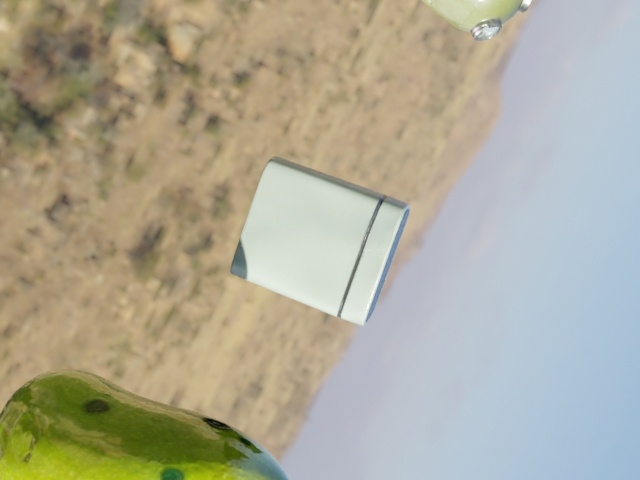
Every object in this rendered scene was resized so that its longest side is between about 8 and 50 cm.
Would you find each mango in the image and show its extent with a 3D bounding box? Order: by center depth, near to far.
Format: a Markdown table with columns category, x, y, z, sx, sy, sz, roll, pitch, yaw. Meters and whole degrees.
| category | x | y | z | sx | sy | sz | roll | pitch | yaw |
| --- | --- | --- | --- | --- | --- | --- | --- | --- | --- |
| mango | -0.139 | 0.191 | 1.286 | 0.175 | 0.293 | 0.143 | -32 | 137 | -36 |

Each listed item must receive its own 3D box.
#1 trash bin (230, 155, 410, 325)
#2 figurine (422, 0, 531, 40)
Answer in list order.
| category | x | y | z | sx | sy | sz | roll | pitch | yaw |
| --- | --- | --- | --- | --- | --- | --- | --- | --- | --- |
| trash bin | 0.000 | 0.000 | 1.501 | 0.059 | 0.130 | 0.116 | -25 | 135 | -79 |
| figurine | 0.128 | -0.269 | 1.451 | 0.166 | 0.141 | 0.250 | -37 | 162 | -31 |
